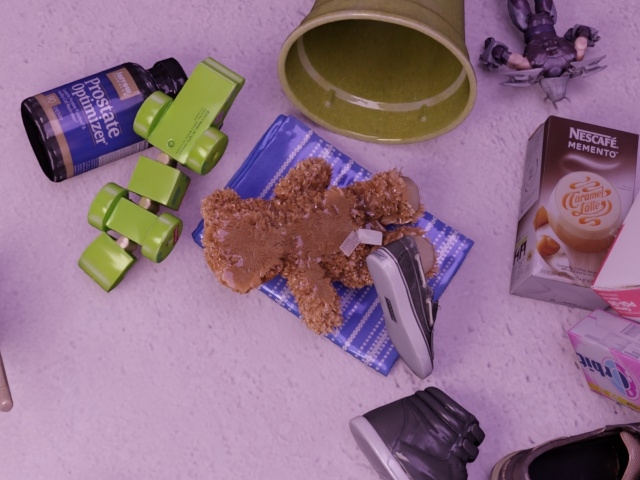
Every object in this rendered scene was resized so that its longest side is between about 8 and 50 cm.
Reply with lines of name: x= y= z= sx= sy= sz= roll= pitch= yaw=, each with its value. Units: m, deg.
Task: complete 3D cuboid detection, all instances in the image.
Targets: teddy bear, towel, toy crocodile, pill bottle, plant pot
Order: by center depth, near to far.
toy crocodile: x=-0.209 y=-0.084 z=1.940 sx=0.115 sy=0.105 sz=0.340 roll=28 pitch=90 yaw=10
teddy bear: x=0.000 y=0.000 z=1.980 sx=0.338 sy=0.113 sz=0.245 roll=-25 pitch=86 yaw=-23
pill bottle: x=-0.286 y=-0.171 z=2.003 sx=0.219 sy=0.123 sz=0.123 roll=-23 pitch=76 yaw=-18
towel: x=0.019 y=-0.001 z=2.040 sx=0.336 sy=0.040 sz=0.243 roll=35 pitch=70 yaw=4
plant pot: x=0.098 y=-0.318 z=2.067 sx=0.276 sy=0.276 sz=0.254 roll=15 pitch=58 yaw=-4

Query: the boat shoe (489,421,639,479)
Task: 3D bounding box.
boat shoe: x=0.404 y=0.307 z=1.943 sx=0.355 sy=0.130 sz=0.132 roll=-11 pitch=73 yaw=-15

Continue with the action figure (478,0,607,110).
action figure: x=0.320 y=-0.326 z=2.181 sx=0.185 sy=0.099 sz=0.285 roll=-8 pitch=76 yaw=-20

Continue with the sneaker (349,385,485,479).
sneaker: x=0.179 y=0.317 z=1.916 sx=0.147 sy=0.104 sz=0.296 roll=-33 pitch=74 yaw=-13

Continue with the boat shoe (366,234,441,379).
boat shoe: x=0.125 y=0.091 z=1.929 sx=0.070 sy=0.219 sz=0.078 roll=-31 pitch=39 yaw=-17

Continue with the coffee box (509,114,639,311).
coffee box: x=0.360 y=-0.038 z=2.078 sx=0.141 sy=0.098 sz=0.246 roll=12 pitch=69 yaw=-8

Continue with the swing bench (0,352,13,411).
swing bench: x=-0.523 y=0.120 z=1.776 sx=0.253 sy=0.255 sz=0.165 roll=-13 pitch=107 yaw=-14

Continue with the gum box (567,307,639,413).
gum box: x=0.424 y=0.171 z=1.953 sx=0.062 sy=0.188 sz=0.107 roll=-35 pitch=117 yaw=-18

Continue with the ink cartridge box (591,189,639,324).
ink cartridge box: x=0.533 y=0.066 z=2.005 sx=0.283 sy=0.117 sz=0.207 roll=41 pitch=66 yaw=-23
